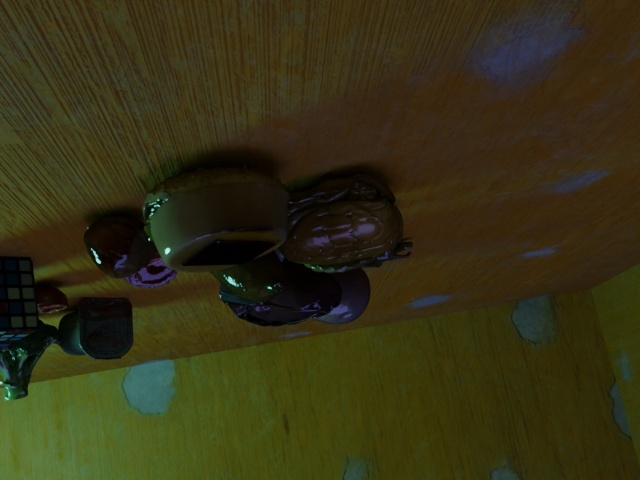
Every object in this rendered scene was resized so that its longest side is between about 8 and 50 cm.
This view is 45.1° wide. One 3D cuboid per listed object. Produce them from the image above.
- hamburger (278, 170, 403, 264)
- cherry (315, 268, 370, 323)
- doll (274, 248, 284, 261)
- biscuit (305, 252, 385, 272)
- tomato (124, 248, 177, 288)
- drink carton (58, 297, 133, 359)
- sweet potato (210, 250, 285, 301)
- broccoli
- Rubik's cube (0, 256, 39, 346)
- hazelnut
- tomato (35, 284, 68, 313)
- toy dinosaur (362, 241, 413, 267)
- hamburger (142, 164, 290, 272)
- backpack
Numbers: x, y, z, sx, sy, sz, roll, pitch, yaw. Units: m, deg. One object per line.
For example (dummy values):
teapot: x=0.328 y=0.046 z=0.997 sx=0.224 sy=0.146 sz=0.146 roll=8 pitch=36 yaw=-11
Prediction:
hamburger: x=0.034 y=-0.040 z=1.753 sx=0.319 sy=0.158 sz=0.318 roll=-9 pitch=163 yaw=-3
cherry: x=0.028 y=0.166 z=2.394 sx=0.240 sy=0.206 sz=0.239 roll=-16 pitch=-179 yaw=0
doll: x=-0.163 y=0.035 z=2.045 sx=0.228 sy=0.075 sz=0.102 roll=-5 pitch=-178 yaw=20
biscuit: x=0.078 y=0.022 z=1.922 sx=0.274 sy=0.036 sz=0.187 roll=-16 pitch=-153 yaw=5
tomato: x=-0.415 y=0.031 z=1.846 sx=0.139 sy=0.091 sz=0.159 roll=-18 pitch=139 yaw=-8
drink carton: x=-0.717 y=0.285 z=2.405 sx=0.190 sy=0.190 sz=0.186 roll=-14 pitch=168 yaw=39
sweet potato: x=-0.178 y=0.045 z=1.746 sx=0.158 sy=0.369 sz=0.157 roll=-16 pitch=128 yaw=-21
broccoli: x=-0.925 y=0.348 z=2.315 sx=0.254 sy=0.268 sz=0.269 roll=-2 pitch=172 yaw=33
Rubik's cube: x=-0.799 y=0.150 z=1.835 sx=0.184 sy=0.182 sz=0.187 roll=2 pitch=161 yaw=-42
hazelnut: x=-0.439 y=0.009 z=1.676 sx=0.143 sy=0.143 sz=0.154 roll=-16 pitch=180 yaw=20
tomato: x=-0.773 y=0.158 z=2.098 sx=0.156 sy=0.069 sz=0.155 roll=-9 pitch=168 yaw=-2
toy dinosaur: x=0.149 y=0.042 z=2.251 sx=0.294 sy=0.077 sz=0.162 roll=-2 pitch=178 yaw=-19
hamburger: x=-0.205 y=-0.050 z=1.535 sx=0.302 sy=0.170 sz=0.302 roll=-14 pitch=164 yaw=-4
backpack: x=-0.097 y=0.149 z=2.190 sx=0.318 sy=0.197 sz=0.283 roll=7 pitch=179 yaw=15
